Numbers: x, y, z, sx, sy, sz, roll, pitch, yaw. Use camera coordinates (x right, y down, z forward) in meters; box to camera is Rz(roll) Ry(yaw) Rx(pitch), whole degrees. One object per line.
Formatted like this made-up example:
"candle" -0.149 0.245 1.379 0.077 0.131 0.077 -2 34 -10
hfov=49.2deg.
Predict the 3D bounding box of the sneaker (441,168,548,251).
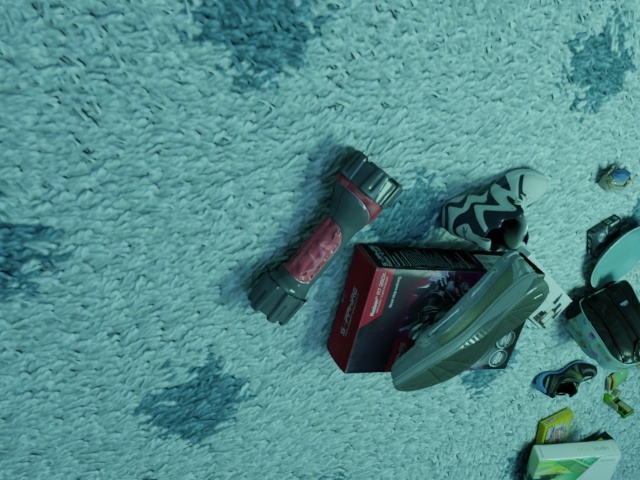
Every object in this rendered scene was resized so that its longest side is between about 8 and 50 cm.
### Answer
"sneaker" 0.357 -0.046 1.284 0.234 0.153 0.094 -16 128 -23

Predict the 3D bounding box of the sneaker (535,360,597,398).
"sneaker" 0.630 0.359 1.765 0.188 0.078 0.067 -10 124 -27

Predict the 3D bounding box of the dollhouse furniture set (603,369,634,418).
"dollhouse furniture set" 0.845 0.430 1.958 0.076 0.058 0.152 -27 130 -16

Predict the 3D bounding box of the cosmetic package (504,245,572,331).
"cosmetic package" 0.449 0.102 1.499 0.099 0.060 0.239 -50 132 3

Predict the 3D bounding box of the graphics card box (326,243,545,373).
"graphics card box" 0.218 0.132 1.316 0.370 0.094 0.233 3 117 -24

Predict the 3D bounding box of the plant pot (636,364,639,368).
"plant pot" 0.940 0.236 1.805 0.237 0.237 0.254 31 86 -41

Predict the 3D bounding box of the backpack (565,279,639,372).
"backpack" 0.683 0.211 1.629 0.165 0.188 0.144 -21 153 -20

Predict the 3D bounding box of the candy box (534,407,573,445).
"candy box" 0.638 0.557 1.932 0.105 0.027 0.206 -20 128 -24

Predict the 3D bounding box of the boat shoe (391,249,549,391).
"boat shoe" 0.248 0.150 1.233 0.320 0.103 0.118 -42 144 12

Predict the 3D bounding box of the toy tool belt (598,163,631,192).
"toy tool belt" 0.626 -0.135 1.465 0.083 0.052 0.051 -16 135 -24

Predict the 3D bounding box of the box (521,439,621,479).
"box" 0.679 0.681 1.949 0.232 0.058 0.322 -3 126 -5

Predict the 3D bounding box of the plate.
"plate" 0.693 0.034 1.617 0.188 0.024 0.188 -23 140 -21

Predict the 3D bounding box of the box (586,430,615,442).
"box" 0.767 0.670 2.059 0.184 0.045 0.191 -21 133 -27

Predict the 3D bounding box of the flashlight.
"flashlight" 0.000 0.000 1.128 0.103 0.103 0.304 39 96 -15

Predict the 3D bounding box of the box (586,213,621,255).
"box" 0.637 -0.012 1.571 0.083 0.018 0.067 -27 131 -15
